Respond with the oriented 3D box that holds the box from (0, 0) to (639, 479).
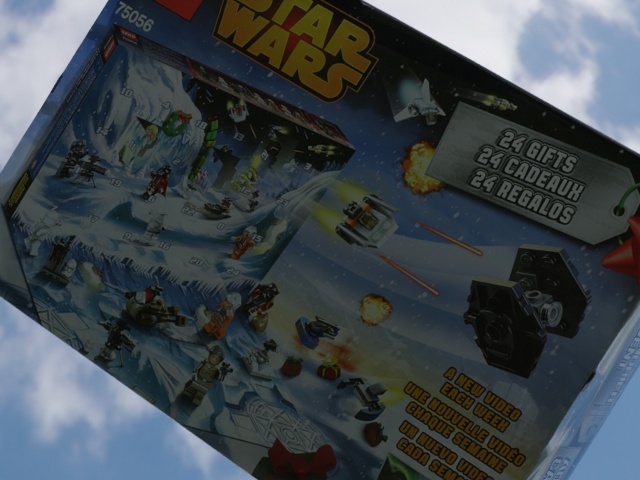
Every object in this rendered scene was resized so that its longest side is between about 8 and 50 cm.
[{"bbox_3d":[0.000,0.000,0.389,0.137,0.027,0.094,33,-89,25],"label":"box"}]
